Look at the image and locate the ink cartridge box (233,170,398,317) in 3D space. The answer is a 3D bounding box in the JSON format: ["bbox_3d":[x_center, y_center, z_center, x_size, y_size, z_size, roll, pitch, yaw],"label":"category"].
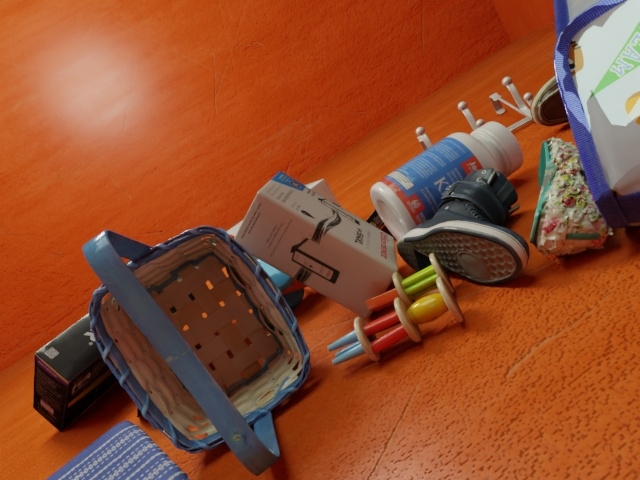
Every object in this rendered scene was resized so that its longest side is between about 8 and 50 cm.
[{"bbox_3d":[0.000,0.000,0.684,0.085,0.203,0.148,-60,4,18],"label":"ink cartridge box"}]

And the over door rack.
[{"bbox_3d":[0.353,-0.287,1.186,0.240,0.108,0.324,-28,13,13],"label":"over door rack"}]

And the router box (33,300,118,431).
[{"bbox_3d":[-0.414,0.204,0.990,0.309,0.081,0.243,-46,-7,-47],"label":"router box"}]

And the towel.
[{"bbox_3d":[-0.277,0.327,0.550,0.243,0.040,0.336,-38,16,-30],"label":"towel"}]

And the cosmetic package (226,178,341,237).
[{"bbox_3d":[-0.087,-0.019,1.147,0.224,0.138,0.225,-37,13,-21],"label":"cosmetic package"}]

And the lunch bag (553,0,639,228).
[{"bbox_3d":[0.414,-0.197,0.464,0.328,0.239,0.385,-21,33,39],"label":"lunch bag"}]

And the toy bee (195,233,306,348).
[{"bbox_3d":[-0.096,0.036,0.836,0.299,0.162,0.195,-15,-33,-24],"label":"toy bee"}]

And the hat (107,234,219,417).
[{"bbox_3d":[-0.289,0.112,0.827,0.331,0.134,0.331,-61,12,24],"label":"hat"}]

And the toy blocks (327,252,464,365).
[{"bbox_3d":[0.080,0.083,0.565,0.148,0.054,0.123,-29,14,15],"label":"toy blocks"}]

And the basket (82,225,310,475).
[{"bbox_3d":[-0.136,0.103,0.548,0.201,0.254,0.289,-35,3,-4],"label":"basket"}]

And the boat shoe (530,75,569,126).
[{"bbox_3d":[0.500,-0.279,0.856,0.258,0.095,0.095,-30,19,9],"label":"boat shoe"}]

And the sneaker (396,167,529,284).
[{"bbox_3d":[0.206,-0.028,0.609,0.163,0.086,0.226,-38,13,-13],"label":"sneaker"}]

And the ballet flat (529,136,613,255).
[{"bbox_3d":[0.289,-0.052,0.568,0.077,0.091,0.241,8,35,21],"label":"ballet flat"}]

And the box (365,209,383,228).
[{"bbox_3d":[0.115,-0.048,0.913,0.094,0.027,0.137,-41,-8,-37],"label":"box"}]

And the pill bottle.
[{"bbox_3d":[0.201,-0.093,0.778,0.222,0.124,0.124,-34,13,-6],"label":"pill bottle"}]
